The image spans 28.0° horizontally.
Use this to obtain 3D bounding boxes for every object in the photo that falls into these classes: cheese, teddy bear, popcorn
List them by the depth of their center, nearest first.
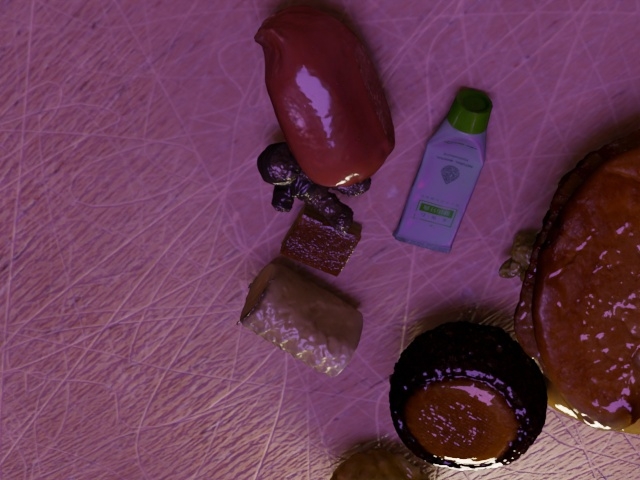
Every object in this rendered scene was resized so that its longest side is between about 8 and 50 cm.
[{"bbox_3d":[-0.018,-0.086,1.751,0.160,0.078,0.119,28,89,-26],"label":"teddy bear"},{"bbox_3d":[0.288,0.026,1.798,0.083,0.059,0.068,-29,79,21],"label":"popcorn"},{"bbox_3d":[-0.026,0.114,1.882,0.167,0.123,0.094,32,122,-14],"label":"cheese"},{"bbox_3d":[0.110,0.451,2.117,0.203,0.226,0.200,-19,173,-21],"label":"popcorn"}]

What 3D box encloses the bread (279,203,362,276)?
[{"bbox_3d":[0.000,0.000,1.840,0.094,0.035,0.090,22,129,-9],"label":"bread"}]

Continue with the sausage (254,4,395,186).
[{"bbox_3d":[0.009,-0.175,1.630,0.148,0.148,0.254,-10,126,17],"label":"sausage"}]

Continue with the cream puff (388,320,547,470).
[{"bbox_3d":[0.221,0.224,1.900,0.239,0.165,0.239,8,126,11],"label":"cream puff"}]

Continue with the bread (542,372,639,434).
[{"bbox_3d":[0.439,0.225,1.911,0.217,0.098,0.147,14,133,-1],"label":"bread"}]

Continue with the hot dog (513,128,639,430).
[{"bbox_3d":[0.382,0.032,1.657,0.223,0.185,0.405,27,103,24],"label":"hot dog"}]

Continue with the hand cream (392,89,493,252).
[{"bbox_3d":[0.169,-0.086,1.743,0.079,0.050,0.275,34,137,17],"label":"hand cream"}]
